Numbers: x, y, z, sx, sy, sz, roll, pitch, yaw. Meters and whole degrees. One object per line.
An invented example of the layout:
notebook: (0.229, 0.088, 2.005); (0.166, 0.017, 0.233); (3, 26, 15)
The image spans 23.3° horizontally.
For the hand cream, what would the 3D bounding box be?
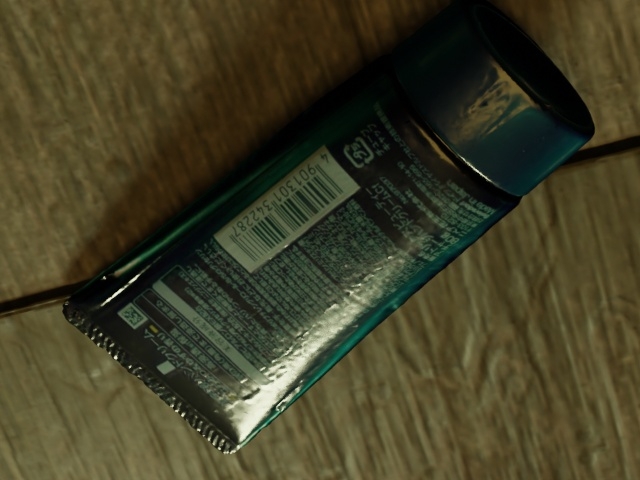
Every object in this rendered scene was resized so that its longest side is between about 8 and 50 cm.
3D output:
hand cream: (0.000, 0.000, 0.729); (0.120, 0.061, 0.270); (42, 118, -15)
